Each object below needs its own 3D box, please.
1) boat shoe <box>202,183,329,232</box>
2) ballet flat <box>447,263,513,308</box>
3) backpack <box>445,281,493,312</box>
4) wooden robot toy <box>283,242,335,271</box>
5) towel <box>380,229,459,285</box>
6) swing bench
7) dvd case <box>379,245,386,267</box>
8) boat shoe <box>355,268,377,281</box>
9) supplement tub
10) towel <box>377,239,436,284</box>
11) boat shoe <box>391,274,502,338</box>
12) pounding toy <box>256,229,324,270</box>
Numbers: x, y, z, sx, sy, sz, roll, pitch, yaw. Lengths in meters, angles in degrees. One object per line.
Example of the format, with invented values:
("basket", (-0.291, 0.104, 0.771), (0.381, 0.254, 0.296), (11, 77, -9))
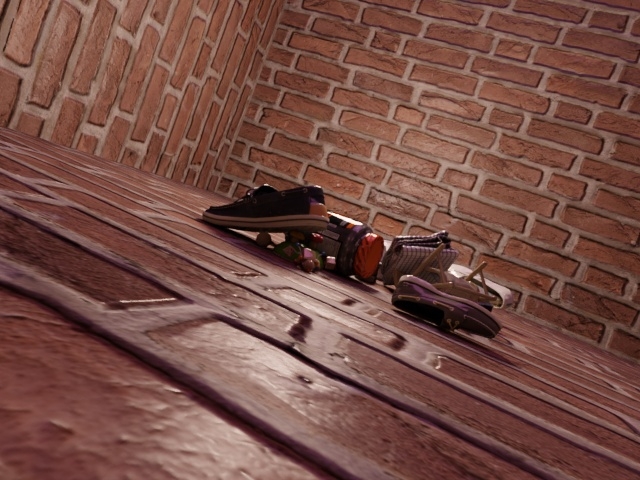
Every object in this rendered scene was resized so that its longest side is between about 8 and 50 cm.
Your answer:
("boat shoe", (-0.198, -0.111, 1.497), (0.499, 0.156, 0.186), (-1, -7, 28))
("ballet flat", (0.716, 0.219, 2.047), (0.400, 0.139, 0.139), (24, 4, 29))
("backpack", (0.585, 0.239, 1.719), (0.188, 0.145, 0.165), (20, 7, 41))
("wooden robot toy", (-0.035, 0.074, 1.309), (0.173, 0.076, 0.079), (20, 39, -24))
("towel", (0.376, 0.073, 1.678), (0.234, 0.121, 0.284), (1, -32, -6))
("swing bench", (0.448, 0.165, 1.562), (0.253, 0.165, 0.254), (18, -37, -30))
("dvd case", (0.234, 0.048, 1.985), (0.164, 0.018, 0.221), (24, 25, -6))
("boat shoe", (0.200, 0.103, 1.763), (0.110, 0.105, 0.307), (19, 2, 0))
("supplement tub", (0.052, 0.002, 1.583), (0.337, 0.207, 0.207), (23, 4, 28))
("towel", (0.407, 0.105, 2.070), (0.331, 0.054, 0.317), (9, 32, -7))
("boat shoe", (0.347, 0.203, 1.194), (0.304, 0.091, 0.109), (24, -33, 18))
("pounding toy", (-0.082, 0.009, 1.455), (0.236, 0.110, 0.183), (23, 3, 24))
